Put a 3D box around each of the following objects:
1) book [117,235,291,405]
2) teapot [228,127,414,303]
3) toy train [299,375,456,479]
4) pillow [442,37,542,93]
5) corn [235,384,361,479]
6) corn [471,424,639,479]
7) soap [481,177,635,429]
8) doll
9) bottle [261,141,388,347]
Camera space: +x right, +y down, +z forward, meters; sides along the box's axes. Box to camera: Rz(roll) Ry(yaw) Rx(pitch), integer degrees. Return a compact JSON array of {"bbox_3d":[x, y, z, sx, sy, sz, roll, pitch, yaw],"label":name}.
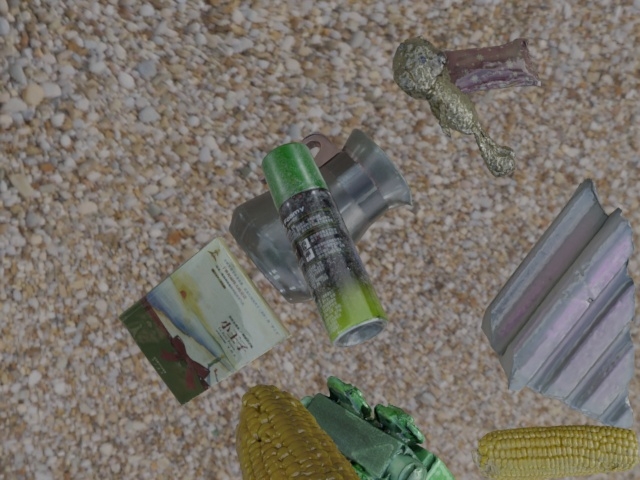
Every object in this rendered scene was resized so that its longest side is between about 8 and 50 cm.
[{"bbox_3d":[-0.201,0.142,1.290,0.289,0.026,0.201,-37,87,33],"label":"book"},{"bbox_3d":[-0.009,-0.067,1.632,0.344,0.300,0.253,-39,152,-3],"label":"teapot"},{"bbox_3d":[0.070,0.311,1.131,0.132,0.243,0.188,-50,134,-18],"label":"toy train"},{"bbox_3d":[0.326,-0.338,1.500,0.185,0.118,0.043,-7,155,4],"label":"pillow"},{"bbox_3d":[-0.014,0.217,0.655,0.097,0.262,0.097,-10,119,-20],"label":"corn"},{"bbox_3d":[0.295,0.267,0.976,0.206,0.067,0.067,-6,118,12],"label":"corn"},{"bbox_3d":[0.421,0.104,1.166,0.257,0.159,0.302,28,107,-20],"label":"soap"},{"bbox_3d":[0.225,-0.215,1.290,0.202,0.091,0.286,-37,101,-47],"label":"doll"},{"bbox_3d":[0.000,0.000,1.196,0.093,0.330,0.093,-19,155,-9],"label":"bottle"}]
